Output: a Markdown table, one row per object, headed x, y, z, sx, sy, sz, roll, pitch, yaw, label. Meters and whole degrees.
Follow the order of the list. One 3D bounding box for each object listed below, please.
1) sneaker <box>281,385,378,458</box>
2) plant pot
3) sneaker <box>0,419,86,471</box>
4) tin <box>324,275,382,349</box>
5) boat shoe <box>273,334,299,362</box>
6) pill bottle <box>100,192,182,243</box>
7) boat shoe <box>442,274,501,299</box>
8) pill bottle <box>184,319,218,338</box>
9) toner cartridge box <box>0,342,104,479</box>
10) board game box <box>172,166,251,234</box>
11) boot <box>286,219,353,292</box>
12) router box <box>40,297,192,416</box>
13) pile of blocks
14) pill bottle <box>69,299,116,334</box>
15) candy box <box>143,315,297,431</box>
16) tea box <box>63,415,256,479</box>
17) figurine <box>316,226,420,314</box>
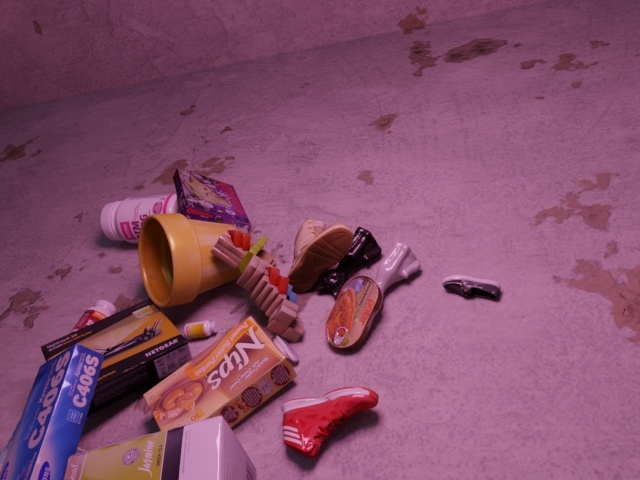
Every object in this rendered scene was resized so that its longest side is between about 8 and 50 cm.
| x | y | z | sx | sy | sz | roll | pitch | yaw | label |
| --- | --- | --- | --- | --- | --- | --- | --- | --- | --- |
| 0.022 | 0.394 | 1.245 | 0.221 | 0.087 | 0.128 | -19 | 46 | 20 | sneaker |
| -0.353 | 0.045 | 1.653 | 0.239 | 0.253 | 0.254 | -7 | 28 | -38 | plant pot |
| -0.601 | 0.467 | 1.362 | 0.319 | 0.127 | 0.208 | -8 | 41 | 12 | sneaker |
| 0.083 | 0.178 | 1.443 | 0.106 | 0.040 | 0.189 | 16 | 74 | 40 | tin |
| -0.090 | 0.275 | 1.456 | 0.035 | 0.035 | 0.100 | -52 | 47 | 3 | boat shoe |
| -0.571 | -0.071 | 1.952 | 0.283 | 0.160 | 0.160 | -3 | 42 | 20 | pill bottle |
| 0.367 | 0.117 | 1.441 | 0.142 | 0.049 | 0.040 | 4 | 45 | 23 | boat shoe |
| -0.320 | 0.238 | 1.579 | 0.083 | 0.043 | 0.043 | -11 | 40 | 11 | pill bottle |
| -0.565 | 0.401 | 1.216 | 0.165 | 0.075 | 0.347 | -31 | 39 | 31 | toner cartridge box |
| -0.354 | -0.130 | 1.888 | 0.056 | 0.208 | 0.347 | -60 | 29 | 15 | board game box |
| 0.000 | 0.000 | 1.612 | 0.262 | 0.095 | 0.203 | -50 | 19 | 35 | boot |
| -0.525 | 0.294 | 1.517 | 0.309 | 0.080 | 0.243 | -25 | 37 | -29 | router box |
| -0.131 | 0.084 | 1.524 | 0.149 | 0.112 | 0.362 | -19 | 64 | -48 | pile of blocks |
| -0.646 | 0.245 | 1.670 | 0.086 | 0.086 | 0.152 | -2 | 42 | 20 | pill bottle |
| -0.236 | 0.340 | 1.378 | 0.317 | 0.087 | 0.183 | -35 | 41 | -14 | candy box |
| -0.294 | 0.549 | 1.065 | 0.324 | 0.219 | 0.329 | -15 | 38 | 4 | tea box |
| 0.122 | 0.088 | 1.555 | 0.215 | 0.092 | 0.209 | 23 | 63 | 39 | figurine |
